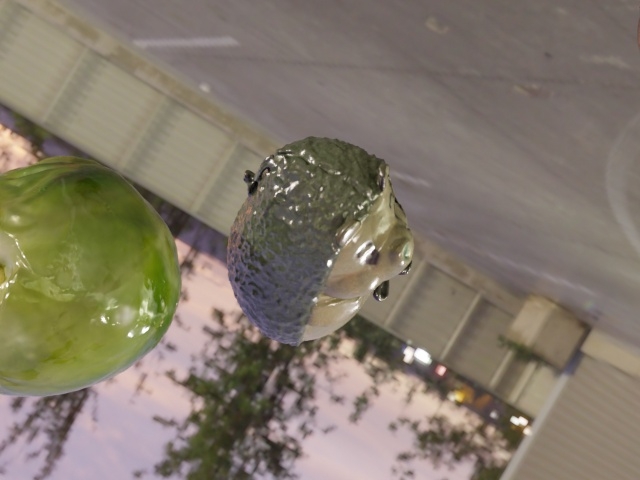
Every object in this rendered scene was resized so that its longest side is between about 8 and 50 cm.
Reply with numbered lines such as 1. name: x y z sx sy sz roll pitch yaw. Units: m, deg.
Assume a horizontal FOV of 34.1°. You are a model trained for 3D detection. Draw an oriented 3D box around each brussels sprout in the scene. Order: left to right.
1. brussels sprout: -0.329 0.034 1.260 0.344 0.268 0.344 4 -149 -3

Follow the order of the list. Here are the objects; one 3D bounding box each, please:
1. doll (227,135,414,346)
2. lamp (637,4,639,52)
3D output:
1. doll: 0.000 0.000 1.369 0.247 0.247 0.349 30 152 9
2. lamp: 0.469 -0.227 1.249 0.215 0.151 0.223 39 -145 -44
